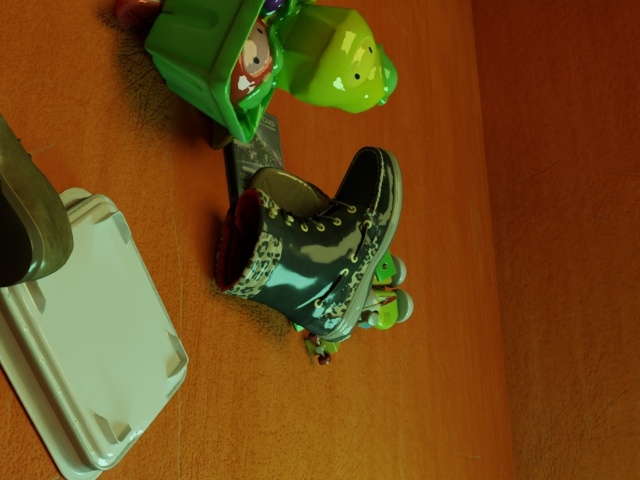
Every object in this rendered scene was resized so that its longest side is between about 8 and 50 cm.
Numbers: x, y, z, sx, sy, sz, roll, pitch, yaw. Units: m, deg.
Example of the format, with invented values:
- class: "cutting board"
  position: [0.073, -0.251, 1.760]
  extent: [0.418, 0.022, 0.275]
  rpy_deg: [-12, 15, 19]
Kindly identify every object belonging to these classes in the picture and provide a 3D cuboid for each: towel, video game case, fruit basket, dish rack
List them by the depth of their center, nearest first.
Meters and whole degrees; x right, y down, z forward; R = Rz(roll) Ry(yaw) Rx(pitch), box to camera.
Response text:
- class: "dish rack"
  position: [-0.288, 0.111, 1.072]
  extent: [0.333, 0.072, 0.285]
  rpy_deg: [69, 25, -18]
- class: "fruit basket"
  position: [-0.046, -0.338, 1.344]
  extent: [0.283, 0.391, 0.392]
  rpy_deg: [77, 6, -76]
- class: "towel"
  position: [-0.169, -0.289, 1.489]
  extent: [0.021, 0.102, 0.237]
  rpy_deg: [10, 66, -35]
- class: "video game case"
  position: [-0.121, -0.130, 1.595]
  extent: [0.196, 0.026, 0.274]
  rpy_deg: [14, 65, -63]

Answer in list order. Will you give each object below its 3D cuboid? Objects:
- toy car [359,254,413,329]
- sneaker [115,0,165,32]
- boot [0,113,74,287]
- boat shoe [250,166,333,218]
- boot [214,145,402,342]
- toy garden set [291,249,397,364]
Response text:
- class: "toy car"
  position: [0.109, 0.115, 1.834]
  extent: [0.159, 0.136, 0.182]
  rpy_deg: [3, 70, -41]
- class: "sneaker"
  position: [-0.289, -0.413, 1.338]
  extent: [0.128, 0.087, 0.221]
  rpy_deg: [66, 13, -3]
- class: "boot"
  position: [-0.377, -0.092, 0.922]
  extent: [0.305, 0.112, 0.115]
  rpy_deg: [64, 16, 3]
- class: "boat shoe"
  position: [-0.036, -0.064, 1.607]
  extent: [0.285, 0.103, 0.092]
  rpy_deg: [29, 13, -38]
- class: "boot"
  position: [-0.016, -0.028, 1.473]
  extent: [0.284, 0.138, 0.378]
  rpy_deg: [23, 85, -38]
- class: "toy garden set"
  position: [0.043, 0.112, 1.650]
  extent: [0.244, 0.049, 0.204]
  rpy_deg: [-29, 112, -20]
